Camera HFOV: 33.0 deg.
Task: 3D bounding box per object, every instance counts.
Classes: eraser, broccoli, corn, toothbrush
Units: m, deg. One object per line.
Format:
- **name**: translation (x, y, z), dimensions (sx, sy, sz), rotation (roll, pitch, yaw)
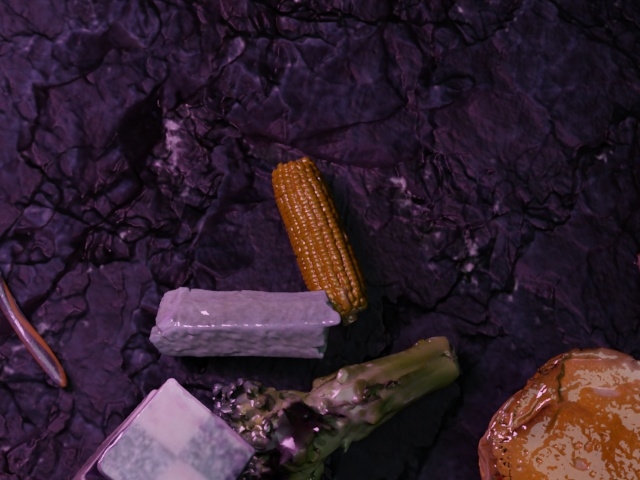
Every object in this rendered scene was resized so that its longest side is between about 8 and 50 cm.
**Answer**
- **eraser**: translation (-0.159, 0.213, 0.976), dimensions (0.096, 0.404, 0.098), rotation (42, 68, -3)
- **broccoli**: translation (0.028, 0.179, 1.173), dimensions (0.304, 0.165, 0.145), rotation (-20, 49, -28)
- **corn**: translation (0.000, 0.000, 1.237), dimensions (0.068, 0.068, 0.207), rotation (-17, 77, -15)
- **toothbrush**: translation (-0.367, 0.028, 1.181), dimensions (0.031, 0.023, 0.321), rotation (-36, 84, -10)

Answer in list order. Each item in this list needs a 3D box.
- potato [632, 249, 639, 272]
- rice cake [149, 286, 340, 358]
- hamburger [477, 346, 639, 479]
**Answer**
- **potato**: translation (0.451, 0.118, 1.261), dimensions (0.098, 0.138, 0.243), rotation (0, 79, -16)
- **rice cake**: translation (-0.079, 0.089, 1.175), dimensions (0.206, 0.063, 0.069), rotation (-1, 40, 4)
- **hamburger**: translation (0.295, 0.246, 1.188), dimensions (0.244, 0.163, 0.244), rotation (1, 76, -3)
